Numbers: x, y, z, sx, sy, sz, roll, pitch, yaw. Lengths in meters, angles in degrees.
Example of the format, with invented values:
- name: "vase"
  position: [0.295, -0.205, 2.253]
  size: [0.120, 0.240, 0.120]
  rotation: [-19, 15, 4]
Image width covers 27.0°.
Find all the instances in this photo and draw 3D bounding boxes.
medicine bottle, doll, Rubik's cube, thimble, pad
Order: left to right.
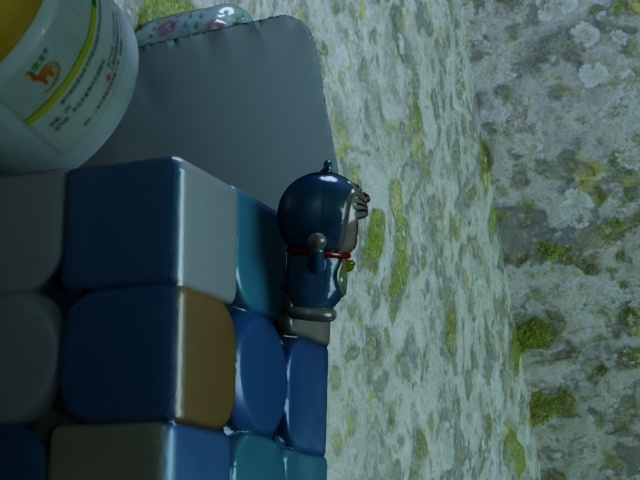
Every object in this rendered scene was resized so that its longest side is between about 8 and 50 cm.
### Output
- name: "medicine bottle"
  position: [-0.317, -0.193, 1.213]
  size: [0.232, 0.237, 0.238]
  rotation: [48, 42, -57]
- name: "Rubik's cube"
  position: [-0.207, 0.138, 1.269]
  size: [0.344, 0.346, 0.347]
  rotation: [28, 59, -63]
- name: "pad"
  position: [-0.172, -0.153, 1.597]
  size: [0.375, 0.063, 0.315]
  rotation: [-16, 105, -26]
- name: "thimble"
  position: [-0.151, -0.193, 1.737]
  size: [0.185, 0.149, 0.211]
  rotation: [-67, 144, -52]
- name: "doll"
  position: [0.000, 0.000, 1.243]
  size: [0.114, 0.085, 0.152]
  rotation: [89, 6, -87]
